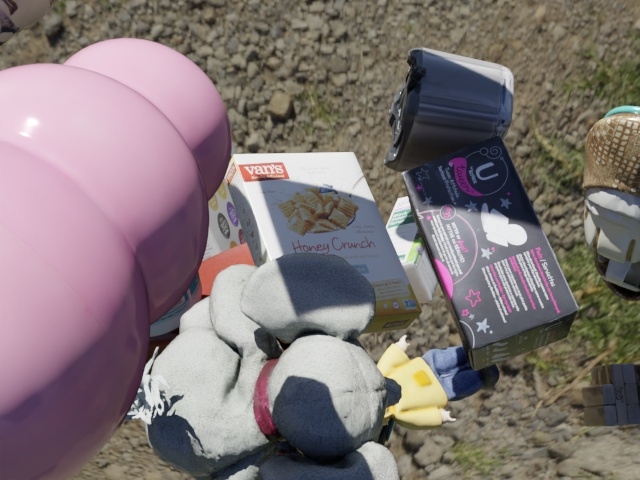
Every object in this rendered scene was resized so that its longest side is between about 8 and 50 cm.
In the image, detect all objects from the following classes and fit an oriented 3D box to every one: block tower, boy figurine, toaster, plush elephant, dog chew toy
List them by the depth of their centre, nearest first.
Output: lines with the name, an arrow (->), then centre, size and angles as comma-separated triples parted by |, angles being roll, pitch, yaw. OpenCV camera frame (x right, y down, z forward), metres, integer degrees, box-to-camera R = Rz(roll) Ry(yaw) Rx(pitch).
dog chew toy -> -0.161, -0.008, 0.521 | 0.207, 0.206, 0.331 | 22, 46, 10
plush elephant -> -0.032, 0.153, 0.896 | 0.256, 0.330, 0.271 | 0, 84, 18
toaster -> 0.179, -0.178, 1.238 | 0.147, 0.227, 0.129 | 8, 64, -3
block tower -> 0.566, 0.222, 1.304 | 0.336, 0.097, 0.090 | -3, 79, -4
boy figurine -> 0.163, 0.252, 1.558 | 0.285, 0.092, 0.177 | -15, 65, -20

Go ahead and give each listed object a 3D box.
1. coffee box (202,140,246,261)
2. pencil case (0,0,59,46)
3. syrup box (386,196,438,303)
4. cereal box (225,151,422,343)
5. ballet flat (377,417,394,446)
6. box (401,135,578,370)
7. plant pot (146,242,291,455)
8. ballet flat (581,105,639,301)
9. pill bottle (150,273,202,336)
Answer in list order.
coffee box -> -0.331, -0.046, 1.730 | 0.338, 0.337, 0.334 | -18, 107, 15
pencil case -> -0.362, -0.221, 0.821 | 0.410, 0.183, 0.160 | -39, 115, 1
syrup box -> 0.172, 0.012, 1.624 | 0.093, 0.096, 0.237 | -11, 32, 28
cereal box -> 0.000, 0.000, 1.045 | 0.173, 0.047, 0.240 | -4, 58, -30
ballet flat -> 0.090, 0.374, 1.632 | 0.096, 0.095, 0.280 | 11, 61, 8
box -> 0.218, 0.021, 1.147 | 0.142, 0.163, 0.247 | -20, 70, 4
plant pot -> -0.135, 0.165, 1.395 | 0.236, 0.267, 0.267 | -6, 30, 15
ballet flat -> 0.199, -0.009, 0.555 | 0.073, 0.206, 0.067 | 20, 78, 31
pill bottle -> -0.250, -0.004, 1.184 | 0.146, 0.264, 0.146 | -3, 44, 3
